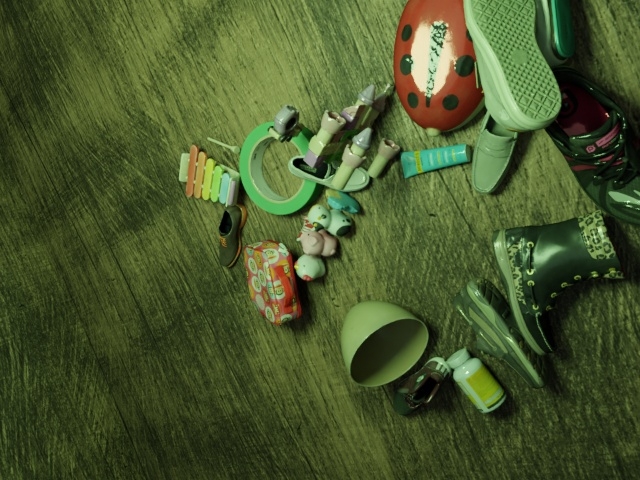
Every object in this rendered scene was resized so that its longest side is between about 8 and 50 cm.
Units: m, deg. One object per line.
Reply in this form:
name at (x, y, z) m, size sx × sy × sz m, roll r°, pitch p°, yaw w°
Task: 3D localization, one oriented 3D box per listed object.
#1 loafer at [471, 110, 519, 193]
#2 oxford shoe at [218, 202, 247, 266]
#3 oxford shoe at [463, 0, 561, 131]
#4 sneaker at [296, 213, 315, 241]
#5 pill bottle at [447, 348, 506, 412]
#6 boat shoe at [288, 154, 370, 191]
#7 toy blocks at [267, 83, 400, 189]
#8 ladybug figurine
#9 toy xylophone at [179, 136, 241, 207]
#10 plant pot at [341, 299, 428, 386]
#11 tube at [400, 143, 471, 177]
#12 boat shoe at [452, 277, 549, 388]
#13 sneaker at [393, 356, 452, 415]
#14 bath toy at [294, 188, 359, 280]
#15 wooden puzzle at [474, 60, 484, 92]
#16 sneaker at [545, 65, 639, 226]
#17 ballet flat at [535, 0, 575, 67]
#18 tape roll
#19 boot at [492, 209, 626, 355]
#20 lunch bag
loafer at (0.475, -0.277, 1.249) m, size 0.112 × 0.111 × 0.319 m, roll 18°, pitch 114°, yaw 25°
oxford shoe at (-0.366, -0.013, 1.798) m, size 0.097 × 0.098 × 0.271 m, roll 22°, pitch 113°, yaw 22°
oxford shoe at (0.427, -0.448, 1.080) m, size 0.169 × 0.130 × 0.449 m, roll -11°, pitch 78°, yaw -2°
sneaker at (-0.053, -0.050, 1.647) m, size 0.118 × 0.042 × 0.067 m, roll -37°, pitch 88°, yaw 24°
pill bottle at (0.483, 0.434, 1.443) m, size 0.103 × 0.103 × 0.184 m, roll -41°, pitch 82°, yaw 31°
boat shoe at (0.031, -0.221, 1.470) m, size 0.268 × 0.088 × 0.096 m, roll 16°, pitch 92°, yaw -4°
toy blocks at (0.074, -0.352, 1.357) m, size 0.309 × 0.289 × 0.260 m, roll 41°, pitch 124°, yaw 17°
ladybug figurine at (0.332, -0.507, 1.241) m, size 0.305 × 0.162 × 0.449 m, roll 9°, pitch 108°, yaw 27°
toy xylophone at (-0.408, -0.261, 1.745) m, size 0.323 × 0.081 × 0.236 m, roll 19°, pitch 110°, yaw 36°
plant pot at (0.178, 0.306, 1.510) m, size 0.191 × 0.284 × 0.284 m, roll 51°, pitch 128°, yaw 50°
tube at (0.339, -0.243, 1.379) m, size 0.207 × 0.052 × 0.080 m, roll -6°, pitch 93°, yaw 36°
boat shoe at (0.532, 0.280, 1.376) m, size 0.130 × 0.132 × 0.355 m, roll -44°, pitch 72°, yaw 40°
sneaker at (0.309, 0.508, 1.524) m, size 0.106 × 0.162 × 0.281 m, roll 39°, pitch 118°, yaw 15°
bath toy at (0.000, 0.000, 1.566) m, size 0.151 × 0.129 × 0.348 m, roll 26°, pitch 118°, yaw 0°
wooden puzzle at (0.417, -0.429, 1.168) m, size 0.014 × 0.079 × 0.116 m, roll 38°, pitch 147°, yaw 51°
sneaker at (0.670, -0.213, 1.107) m, size 0.482 × 0.202 × 0.185 m, roll 50°, pitch 122°, yaw 9°
ballet flat at (0.534, -0.618, 1.117) m, size 0.139 × 0.139 × 0.400 m, roll 1°, pitch 94°, yaw 29°
tape roll at (-0.135, -0.254, 1.620) m, size 0.321 × 0.077 × 0.321 m, roll 8°, pitch 108°, yaw 27°
boot at (0.657, 0.115, 1.248) m, size 0.284 × 0.138 × 0.377 m, roll -19°, pitch 88°, yaw 31°
lunch bag at (-0.168, 0.150, 1.663) m, size 0.258 × 0.120 × 0.293 m, roll 14°, pitch 117°, yaw 58°
